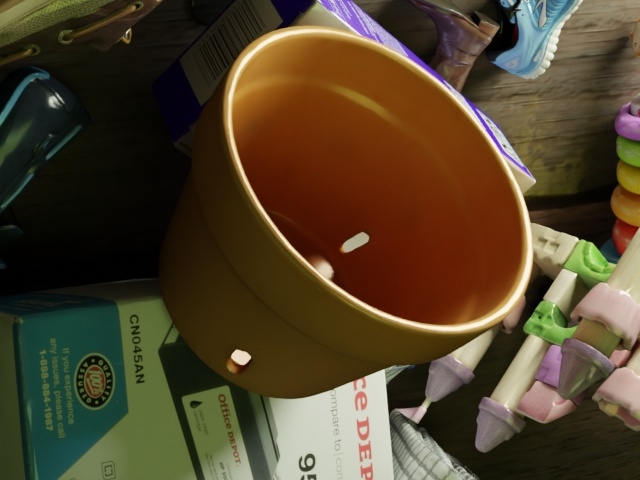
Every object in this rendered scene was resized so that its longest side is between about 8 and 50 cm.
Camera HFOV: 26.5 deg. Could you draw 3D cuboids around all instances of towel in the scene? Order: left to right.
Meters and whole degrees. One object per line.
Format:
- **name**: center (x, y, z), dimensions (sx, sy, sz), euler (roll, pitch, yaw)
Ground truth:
- **towel**: center (0.082, 0.328, 1.468), dimensions (0.121, 0.284, 0.235), euler (34, 89, -5)

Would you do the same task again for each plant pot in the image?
- **plant pot**: center (0.000, 0.000, 1.119), dimensions (0.291, 0.291, 0.203), euler (8, 143, -33)

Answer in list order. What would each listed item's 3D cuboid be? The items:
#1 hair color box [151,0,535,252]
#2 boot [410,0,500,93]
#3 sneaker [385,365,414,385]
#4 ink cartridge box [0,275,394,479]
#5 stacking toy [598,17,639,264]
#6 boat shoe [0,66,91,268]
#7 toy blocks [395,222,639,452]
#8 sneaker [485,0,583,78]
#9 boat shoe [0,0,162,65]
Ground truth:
- **hair color box**: center (0.029, -0.099, 1.288), dimensions (0.185, 0.110, 0.339), euler (-44, 132, 16)
- **boot**: center (0.110, -0.183, 1.350), dimensions (0.106, 0.037, 0.114), euler (20, 118, -22)
- **sneaker**: center (0.054, 0.144, 1.507), dimensions (0.135, 0.052, 0.058), euler (-19, 130, -18)
- **ink cartridge box**: center (-0.128, 0.177, 1.235), dimensions (0.395, 0.166, 0.285), euler (-7, 94, -41)
- **stacking toy**: center (0.385, -0.107, 1.491), dimensions (0.166, 0.175, 0.301), euler (-27, 116, -26)
- **boat shoe**: center (-0.290, -0.024, 1.168), dimensions (0.089, 0.109, 0.258), euler (34, 101, -28)
- **toy blocks**: center (0.256, 0.131, 1.439), dimensions (0.260, 0.289, 0.309), euler (-57, 133, -11)
- **sneaker**: center (0.214, -0.240, 1.355), dimensions (0.073, 0.063, 0.162), euler (7, 114, -29)
- **boat shoe**: center (-0.197, -0.218, 1.117), dimensions (0.342, 0.123, 0.123), euler (-29, 159, -18)
